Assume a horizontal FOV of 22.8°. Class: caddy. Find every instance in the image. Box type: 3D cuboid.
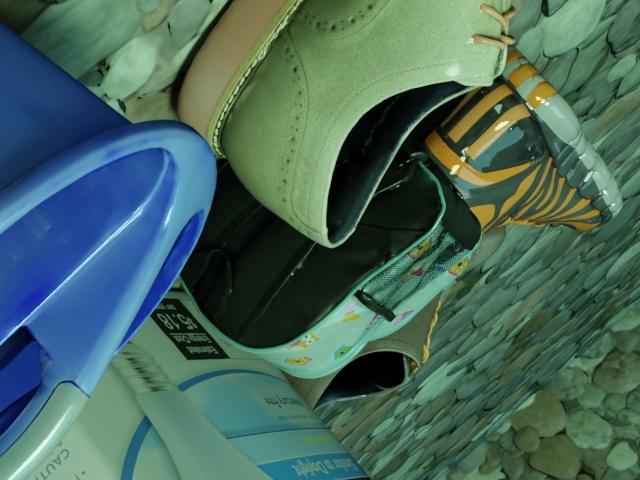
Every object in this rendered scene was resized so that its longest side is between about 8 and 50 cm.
[{"bbox_3d":[-0.198,0.050,0.756,0.341,0.179,0.241,-45,166,-7],"label":"caddy"}]

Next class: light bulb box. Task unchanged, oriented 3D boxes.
[{"bbox_3d":[-0.113,0.235,1.095,0.225,0.361,0.358,-47,162,15],"label":"light bulb box"}]

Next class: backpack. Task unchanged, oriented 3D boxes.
[{"bbox_3d":[0.000,0.000,1.106,0.188,0.166,0.144,-40,152,2],"label":"backpack"}]

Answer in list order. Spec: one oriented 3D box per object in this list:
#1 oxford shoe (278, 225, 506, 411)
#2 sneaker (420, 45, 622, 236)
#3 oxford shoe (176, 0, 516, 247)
[{"bbox_3d":[0.057,0.069,1.428,0.363,0.133,0.130,-29,157,-35],"label":"oxford shoe"},{"bbox_3d":[0.153,-0.047,1.413,0.180,0.124,0.321,-42,151,5],"label":"sneaker"},{"bbox_3d":[0.080,-0.168,0.918,0.140,0.146,0.397,-9,142,-55],"label":"oxford shoe"}]
